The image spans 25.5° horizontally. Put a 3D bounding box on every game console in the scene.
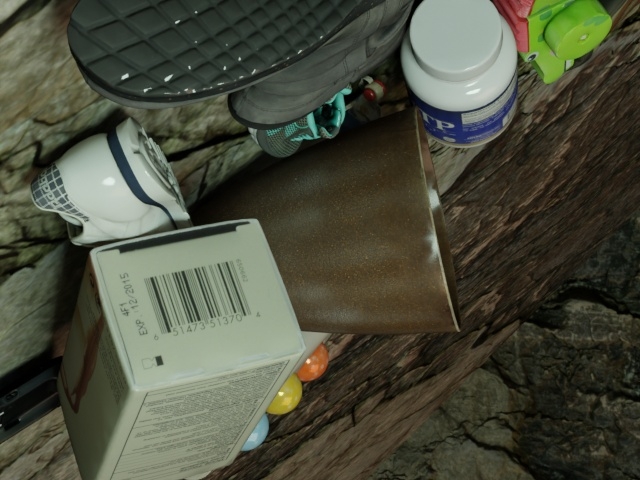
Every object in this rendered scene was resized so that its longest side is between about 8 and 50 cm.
[{"bbox_3d":[-0.265,0.131,1.390,0.361,0.044,0.213,-33,161,-25],"label":"game console"}]

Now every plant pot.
[{"bbox_3d":[0.000,0.000,1.339,0.230,0.215,0.215,-11,166,8],"label":"plant pot"}]

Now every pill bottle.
[{"bbox_3d":[0.134,-0.168,1.359,0.112,0.112,0.186,-39,163,-3],"label":"pill bottle"}]

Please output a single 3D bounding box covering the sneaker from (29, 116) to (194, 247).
[{"bbox_3d":[-0.161,-0.028,1.156,0.095,0.090,0.235,-27,159,0],"label":"sneaker"}]

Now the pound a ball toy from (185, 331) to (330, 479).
[{"bbox_3d":[-0.088,0.156,1.579,0.208,0.136,0.319,-56,172,33],"label":"pound a ball toy"}]

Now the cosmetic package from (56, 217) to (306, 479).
[{"bbox_3d":[-0.132,0.110,1.229,0.153,0.129,0.296,-12,157,-23],"label":"cosmetic package"}]

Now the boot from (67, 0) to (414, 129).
[{"bbox_3d":[-0.035,-0.139,1.022,0.338,0.118,0.222,-27,165,-27],"label":"boot"}]

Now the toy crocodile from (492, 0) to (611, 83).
[{"bbox_3d":[0.204,-0.247,1.307,0.105,0.115,0.340,-27,160,-5],"label":"toy crocodile"}]

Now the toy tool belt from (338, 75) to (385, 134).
[{"bbox_3d":[0.033,-0.117,1.378,0.051,0.052,0.083,-40,165,-34],"label":"toy tool belt"}]

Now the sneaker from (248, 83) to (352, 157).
[{"bbox_3d":[-0.015,-0.111,1.240,0.065,0.076,0.166,-32,162,-23],"label":"sneaker"}]

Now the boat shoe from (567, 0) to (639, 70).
[{"bbox_3d":[0.304,-0.299,1.409,0.120,0.122,0.324,-37,172,-31],"label":"boat shoe"}]
